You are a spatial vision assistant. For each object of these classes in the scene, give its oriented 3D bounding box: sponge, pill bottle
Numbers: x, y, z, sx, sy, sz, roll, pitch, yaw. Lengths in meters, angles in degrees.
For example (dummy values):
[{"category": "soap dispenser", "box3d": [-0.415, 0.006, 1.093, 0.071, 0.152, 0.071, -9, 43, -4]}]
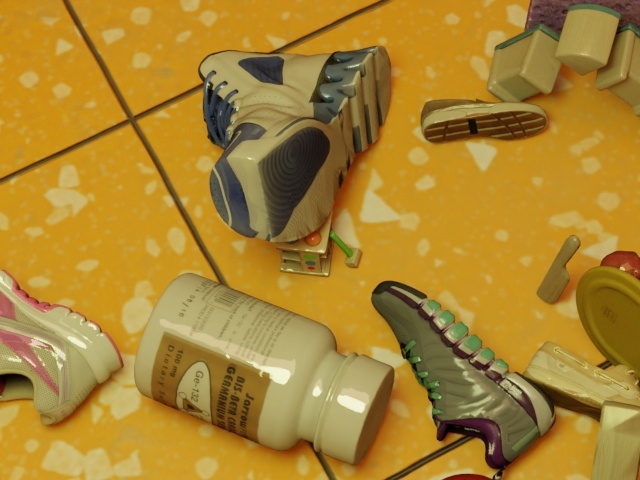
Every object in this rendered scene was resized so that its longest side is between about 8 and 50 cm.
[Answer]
[{"category": "sponge", "box3d": [0.329, -0.247, 1.657, 0.210, 0.117, 0.031, 1, 64, 3]}, {"category": "pill bottle", "box3d": [-0.052, 0.129, 1.481, 0.229, 0.131, 0.131, 21, 66, 13]}]

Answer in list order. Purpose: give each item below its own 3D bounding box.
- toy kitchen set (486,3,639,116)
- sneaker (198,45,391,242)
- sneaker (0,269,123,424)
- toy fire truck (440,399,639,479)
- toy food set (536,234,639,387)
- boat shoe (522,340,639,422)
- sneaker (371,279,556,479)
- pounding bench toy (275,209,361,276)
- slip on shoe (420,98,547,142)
[{"category": "toy kitchen set", "box3d": [0.315, -0.181, 1.658, 0.207, 0.166, 0.122, 31, 64, -22]}, {"category": "sneaker", "box3d": [-0.061, -0.110, 1.586, 0.182, 0.127, 0.315, 7, 32, 23]}, {"category": "sneaker", "box3d": [-0.327, 0.096, 1.530, 0.252, 0.103, 0.111, 27, 66, 16]}, {"category": "toy fire truck", "box3d": [0.198, 0.264, 1.407, 0.217, 0.158, 0.246, 23, 47, 8]}, {"category": "toy food set", "box3d": [0.322, 0.071, 1.498, 0.071, 0.128, 0.218, -32, 62, -27]}, {"category": "boat shoe", "box3d": [0.283, 0.146, 1.491, 0.170, 0.063, 0.059, 23, 70, 13]}, {"category": "sneaker", "box3d": [0.119, 0.133, 1.499, 0.223, 0.083, 0.098, 39, 76, 19]}, {"category": "pounding bench toy", "box3d": [0.000, 0.000, 1.580, 0.083, 0.065, 0.052, 6, 63, 6]}, {"category": "slip on shoe", "box3d": [0.175, -0.135, 1.651, 0.135, 0.051, 0.041, -7, 51, 7]}]
